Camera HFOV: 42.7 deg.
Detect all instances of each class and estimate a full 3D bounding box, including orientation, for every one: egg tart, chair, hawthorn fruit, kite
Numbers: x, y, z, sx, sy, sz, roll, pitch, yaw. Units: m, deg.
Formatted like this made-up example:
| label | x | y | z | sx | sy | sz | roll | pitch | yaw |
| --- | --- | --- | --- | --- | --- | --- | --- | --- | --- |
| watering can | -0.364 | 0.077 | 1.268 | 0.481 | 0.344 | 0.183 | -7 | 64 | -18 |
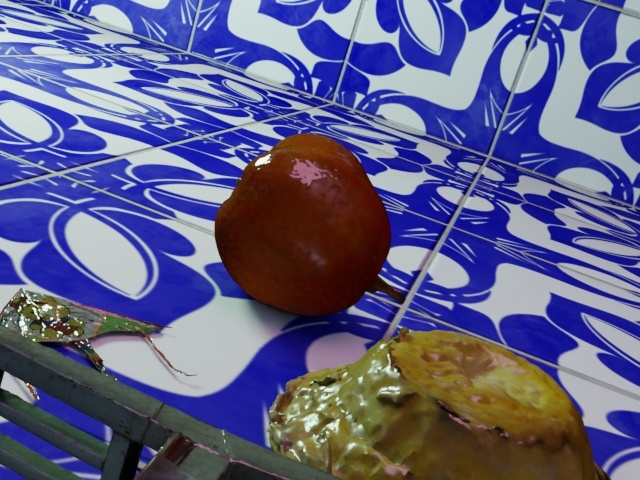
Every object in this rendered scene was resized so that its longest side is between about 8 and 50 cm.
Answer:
| label | x | y | z | sx | sy | sz | roll | pitch | yaw |
| --- | --- | --- | --- | --- | --- | --- | --- | --- | --- |
| egg tart | 0.107 | 0.149 | 0.631 | 0.295 | 0.116 | 0.295 | 15 | 15 | -4 |
| chair | -0.091 | 0.160 | 0.363 | 0.271 | 0.136 | 0.147 | 22 | 16 | 9 |
| hawthorn fruit | 0.000 | 0.000 | 0.894 | 0.226 | 0.196 | 0.196 | 38 | 21 | 10 |
| kite | -0.192 | 0.095 | 0.686 | 0.198 | 0.006 | 0.244 | -1 | 24 | -46 |
